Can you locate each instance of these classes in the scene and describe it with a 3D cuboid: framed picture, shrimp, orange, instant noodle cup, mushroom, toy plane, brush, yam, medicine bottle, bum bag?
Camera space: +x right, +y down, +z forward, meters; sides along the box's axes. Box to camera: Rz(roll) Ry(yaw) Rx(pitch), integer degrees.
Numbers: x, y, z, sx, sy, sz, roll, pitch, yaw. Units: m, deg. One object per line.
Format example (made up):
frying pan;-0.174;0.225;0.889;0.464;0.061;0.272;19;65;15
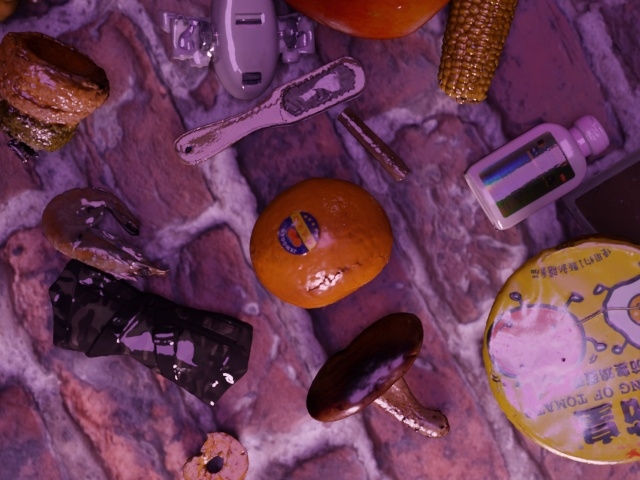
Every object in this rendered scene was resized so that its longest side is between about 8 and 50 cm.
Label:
framed picture;0.531;-0.040;1.682;0.231;0.293;0.018;51;49;-2
shrimp;-0.333;-0.010;1.773;0.223;0.047;0.126;26;69;2
orange;-0.001;0.002;1.693;0.219;0.219;0.193;-30;64;3
instant noodle cup;0.413;0.131;1.644;0.325;0.254;0.326;3;102;14
mushroom;0.112;0.252;1.761;0.227;0.148;0.217;-37;108;8
toy plane;-0.122;-0.342;1.724;0.252;0.118;0.252;-1;92;-17
brush;-0.081;-0.201;1.759;0.327;0.065;0.070;-24;95;4
yam;0.084;-0.152;1.772;0.032;0.032;0.145;-44;92;3
medicine bottle;0.341;-0.116;1.745;0.219;0.078;0.115;-31;91;3
bum bag;-0.274;0.145;1.767;0.340;0.095;0.144;22;77;-1

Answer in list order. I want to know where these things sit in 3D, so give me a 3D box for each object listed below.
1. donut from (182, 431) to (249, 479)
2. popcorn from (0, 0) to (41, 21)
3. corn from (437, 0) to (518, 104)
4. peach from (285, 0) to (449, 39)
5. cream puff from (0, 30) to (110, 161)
donut;-0.165;0.361;1.801;0.097;0.043;0.108;45;92;-1
popcorn;-0.539;-0.506;1.652;0.349;0.349;0.382;-31;67;3
corn;0.252;-0.367;1.720;0.115;0.115;0.318;17;96;0
peach;0.064;-0.464;1.610;0.406;0.310;0.335;28;77;15
cream puff;-0.430;-0.210;1.715;0.183;0.183;0.169;30;109;-1
